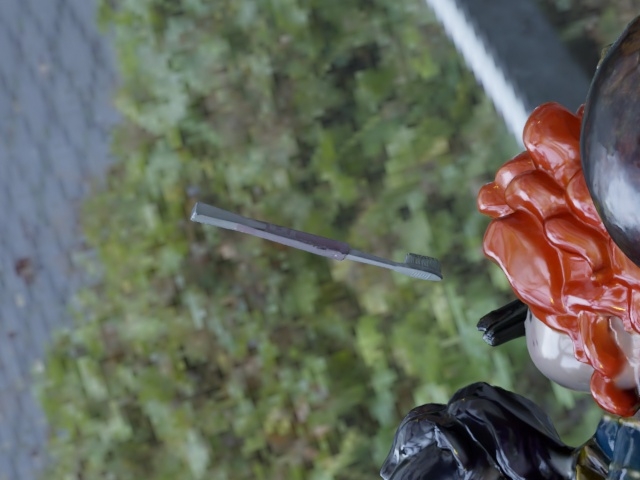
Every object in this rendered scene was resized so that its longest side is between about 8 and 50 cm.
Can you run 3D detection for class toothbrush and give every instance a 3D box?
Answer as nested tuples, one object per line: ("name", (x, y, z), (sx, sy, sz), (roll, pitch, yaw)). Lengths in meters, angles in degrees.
("toothbrush", (0.000, 0.002, 1.388), (0.014, 0.194, 0.017), (127, 152, -58))

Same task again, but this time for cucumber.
("cucumber", (0.181, 0.048, 1.446), (0.033, 0.135, 0.034), (47, 161, 56))

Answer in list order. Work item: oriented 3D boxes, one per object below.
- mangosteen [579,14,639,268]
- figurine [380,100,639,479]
("mangosteen", (0.241, -0.035, 0.984), (0.217, 0.192, 0.192), (55, 167, -31))
("figurine", (0.197, 0.115, 1.211), (0.306, 0.241, 0.411), (36, 111, 27))
